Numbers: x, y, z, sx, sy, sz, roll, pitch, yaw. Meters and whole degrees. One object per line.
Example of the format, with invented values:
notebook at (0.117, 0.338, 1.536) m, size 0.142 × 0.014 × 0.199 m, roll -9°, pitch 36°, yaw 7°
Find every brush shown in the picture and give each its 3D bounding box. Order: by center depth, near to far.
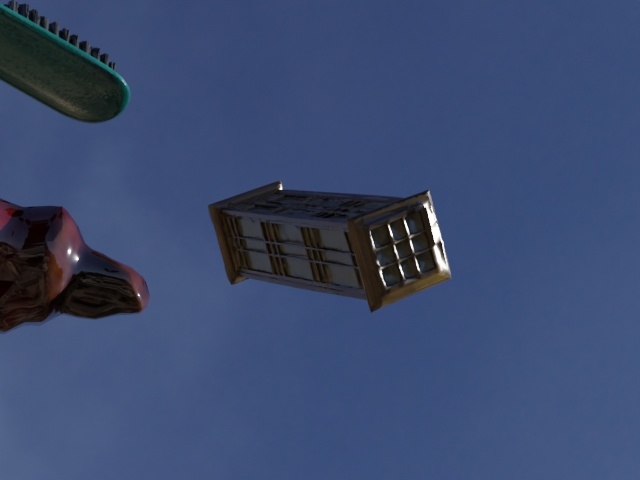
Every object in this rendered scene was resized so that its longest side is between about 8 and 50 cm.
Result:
brush at (-0.180, -0.117, 0.879) m, size 0.193 × 0.032 × 0.043 m, roll 30°, pitch -54°, yaw -32°

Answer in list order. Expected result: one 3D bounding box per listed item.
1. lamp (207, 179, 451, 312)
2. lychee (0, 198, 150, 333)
lamp at (0.000, 0.000, 1.610) m, size 0.325 × 0.089 × 0.090 m, roll 9°, pitch -63°, yaw 63°
lychee at (-0.294, -0.075, 0.591) m, size 0.500 × 0.425 × 0.425 m, roll 28°, pitch -45°, yaw 2°
